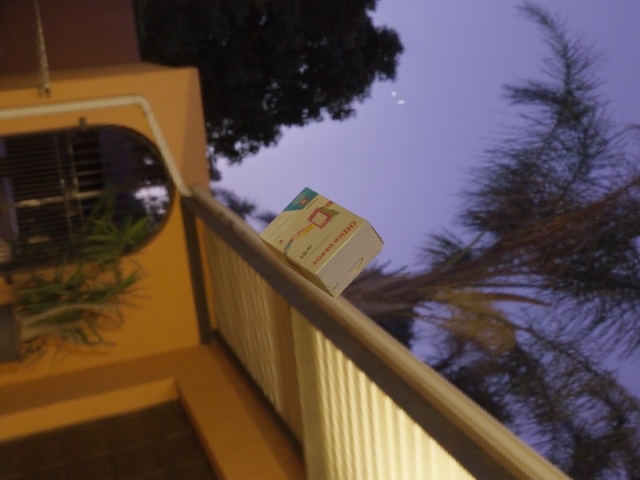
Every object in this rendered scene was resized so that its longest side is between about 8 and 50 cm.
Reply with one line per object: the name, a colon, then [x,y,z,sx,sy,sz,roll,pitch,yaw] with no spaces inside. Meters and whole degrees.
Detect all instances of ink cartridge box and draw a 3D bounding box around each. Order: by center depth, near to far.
ink cartridge box: [0.000,0.000,0.951,0.122,0.088,0.052,32,-15,46]
